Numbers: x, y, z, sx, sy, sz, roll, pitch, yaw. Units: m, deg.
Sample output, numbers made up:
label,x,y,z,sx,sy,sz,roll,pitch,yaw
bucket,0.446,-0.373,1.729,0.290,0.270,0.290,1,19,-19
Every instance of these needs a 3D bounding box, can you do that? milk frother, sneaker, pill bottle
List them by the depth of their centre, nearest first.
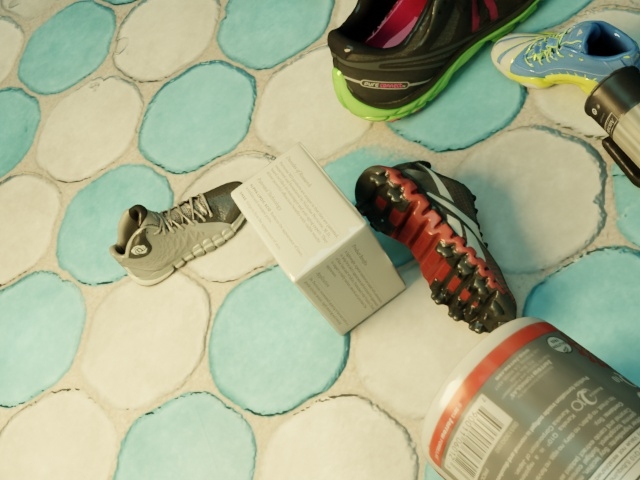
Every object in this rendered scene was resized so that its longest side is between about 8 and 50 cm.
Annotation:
label,x,y,z,sx,sy,sz,roll,pitch,yaw
pill bottle,0.296,0.257,0.911,0.210,0.210,0.363,-47,56,-6
milk frother,0.433,-0.151,1.133,0.143,0.129,0.134,-33,61,2
sneaker,0.172,-0.003,1.170,0.135,0.097,0.276,-27,69,-38
sneaker,0.341,-0.267,1.235,0.240,0.126,0.091,20,72,30
sneaker,0.196,-0.386,1.318,0.185,0.202,0.482,35,80,33
sneaker,-0.215,-0.029,1.338,0.229,0.132,0.086,-39,55,0

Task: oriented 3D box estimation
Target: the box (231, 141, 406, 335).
label,x,y,z,sx,sy,sz,roll,pitch,yaw
box,0.000,0.000,1.199,0.119,0.181,0.182,-37,54,0
